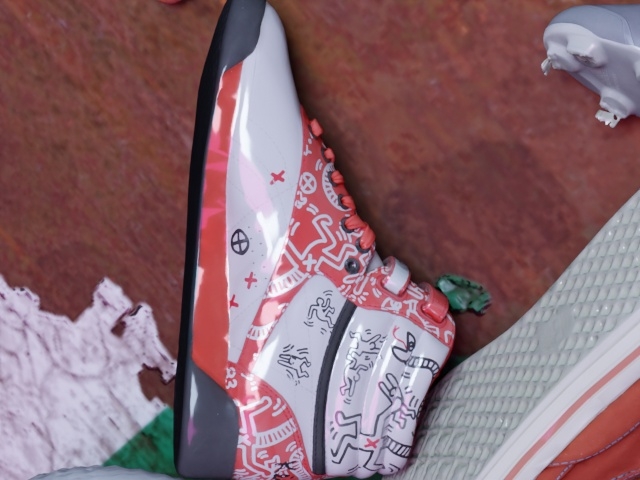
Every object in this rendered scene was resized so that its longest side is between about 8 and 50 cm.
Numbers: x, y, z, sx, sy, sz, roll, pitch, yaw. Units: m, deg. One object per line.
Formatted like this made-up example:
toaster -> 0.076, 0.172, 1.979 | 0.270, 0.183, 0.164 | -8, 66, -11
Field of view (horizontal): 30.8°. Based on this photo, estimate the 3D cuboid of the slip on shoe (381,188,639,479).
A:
slip on shoe -> 0.131, 0.096, 0.606 | 0.101, 0.123, 0.331 | 31, 122, -15

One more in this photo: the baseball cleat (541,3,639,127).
baseball cleat -> 0.211, -0.091, 0.540 | 0.206, 0.072, 0.109 | 25, 77, 32

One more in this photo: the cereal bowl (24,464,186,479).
cereal bowl -> -0.070, 0.253, 0.694 | 0.339, 0.141, 0.339 | 18, 136, 19

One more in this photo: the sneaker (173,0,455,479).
sneaker -> 0.000, 0.001, 0.649 | 0.145, 0.090, 0.270 | 5, 85, -12

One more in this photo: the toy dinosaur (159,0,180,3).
toy dinosaur -> -0.102, -0.177, 0.667 | 0.090, 0.047, 0.082 | 23, 129, 52
